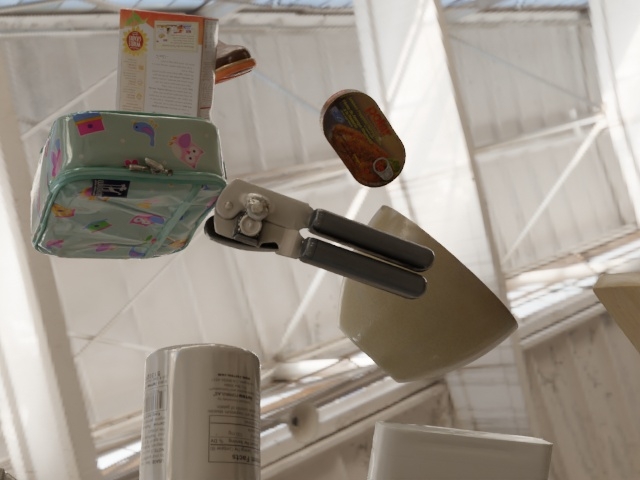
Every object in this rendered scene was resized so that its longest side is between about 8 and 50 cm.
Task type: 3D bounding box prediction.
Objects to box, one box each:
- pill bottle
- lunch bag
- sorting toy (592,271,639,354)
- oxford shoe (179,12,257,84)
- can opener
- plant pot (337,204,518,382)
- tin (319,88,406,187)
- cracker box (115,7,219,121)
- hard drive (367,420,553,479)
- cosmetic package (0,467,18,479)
[{"bbox_3d":[-0.130,0.237,0.949,0.131,0.131,0.229,17,-118,-40],"label":"pill bottle"},{"bbox_3d":[-0.245,-0.061,1.112,0.224,0.279,0.107,4,-112,-25],"label":"lunch bag"},{"bbox_3d":[0.503,0.107,1.024,0.257,0.255,0.089,49,-118,-20],"label":"sorting toy"},{"bbox_3d":[-0.254,-0.355,1.634,0.130,0.364,0.132,-25,-66,-37],"label":"oxford shoe"},{"bbox_3d":[0.000,0.000,1.067,0.281,0.093,0.074,18,-104,-5],"label":"can opener"},{"bbox_3d":[0.137,0.109,1.362,0.191,0.284,0.284,-47,-61,-2],"label":"plant pot"},{"bbox_3d":[0.074,-0.177,1.506,0.106,0.040,0.189,-34,-62,5],"label":"tin"},{"bbox_3d":[-0.261,-0.265,1.469,0.067,0.156,0.232,-30,-52,-69],"label":"cracker box"},{"bbox_3d":[0.137,0.362,0.952,0.203,0.040,0.307,9,-92,-14],"label":"hard drive"},{"bbox_3d":[-0.291,0.295,0.662,0.061,0.099,0.239,11,-115,-4],"label":"cosmetic package"}]
